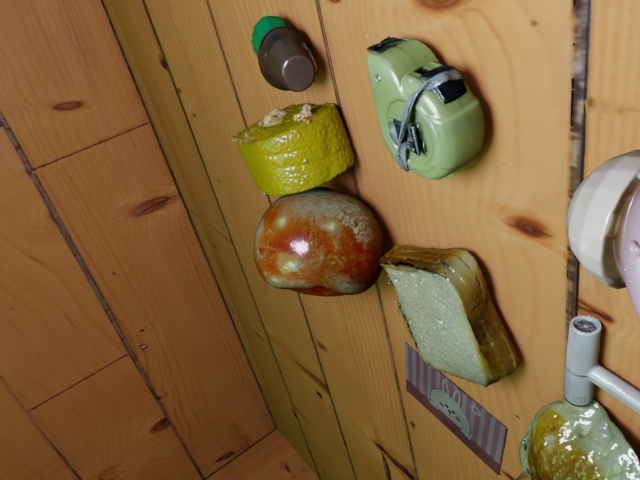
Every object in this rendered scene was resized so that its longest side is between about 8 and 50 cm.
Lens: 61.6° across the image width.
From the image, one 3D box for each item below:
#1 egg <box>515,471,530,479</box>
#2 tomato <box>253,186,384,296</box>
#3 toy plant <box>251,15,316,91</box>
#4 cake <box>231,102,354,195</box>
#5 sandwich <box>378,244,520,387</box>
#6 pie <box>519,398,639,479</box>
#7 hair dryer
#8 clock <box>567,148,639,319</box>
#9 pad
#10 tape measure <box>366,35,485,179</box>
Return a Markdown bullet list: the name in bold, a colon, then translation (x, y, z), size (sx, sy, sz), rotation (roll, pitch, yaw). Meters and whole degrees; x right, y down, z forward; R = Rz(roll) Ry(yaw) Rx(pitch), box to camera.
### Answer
- **egg**: translation (0.412, 0.479, 1.026), size (0.080, 0.080, 0.096), rotation (39, 137, 41)
- **tomato**: translation (0.000, 0.000, 1.104), size (0.270, 0.270, 0.222), rotation (159, 115, -67)
- **toy plant**: translation (-0.071, -0.351, 1.026), size (0.200, 0.105, 0.142), rotation (61, 177, 47)
- **cake**: translation (-0.066, -0.189, 1.092), size (0.260, 0.179, 0.156), rotation (17, 131, 57)
- **sandwich**: translation (0.230, 0.129, 0.975), size (0.251, 0.087, 0.226), rotation (63, 159, -14)
- **pie**: translation (0.415, 0.388, 0.829), size (0.257, 0.106, 0.274), rotation (113, 146, -60)
- **hair dryer**: translation (0.424, 0.199, 0.731), size (0.183, 0.044, 0.154), rotation (26, 141, 46)
- **clock**: translation (0.393, 0.025, 0.426), size (0.325, 0.184, 0.342), rotation (61, 153, 10)
- **pad**: translation (0.300, 0.385, 1.240), size (0.300, 0.005, 0.202), rotation (39, 149, 42)
- **tape measure**: translation (0.147, -0.171, 0.766), size (0.175, 0.106, 0.200), rotation (40, 152, 46)
